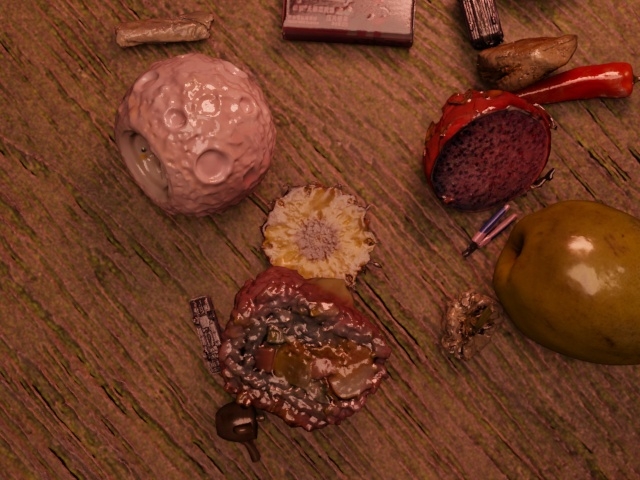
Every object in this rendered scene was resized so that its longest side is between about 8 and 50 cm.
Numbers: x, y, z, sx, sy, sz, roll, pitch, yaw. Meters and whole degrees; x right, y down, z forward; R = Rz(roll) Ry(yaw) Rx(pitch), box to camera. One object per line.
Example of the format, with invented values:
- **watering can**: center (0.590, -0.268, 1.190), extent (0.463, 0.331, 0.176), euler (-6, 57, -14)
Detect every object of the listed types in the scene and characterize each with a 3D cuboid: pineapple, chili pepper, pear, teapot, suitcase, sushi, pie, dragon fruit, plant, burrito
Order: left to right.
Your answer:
- **burrito**: center (-0.265, -0.356, 1.679), extent (0.171, 0.042, 0.051), euler (-4, 57, -4)
- **teapot**: center (-0.128, 0.321, 1.633), extent (0.080, 0.085, 0.110), euler (-8, 107, 2)
- **sushi**: center (-0.022, 0.162, 1.582), extent (0.270, 0.171, 0.236), euler (22, 100, -3)
- **pineapple**: center (0.000, 0.000, 1.663), extent (0.221, 0.047, 0.221), euler (0, 90, 3)
- **dragon fruit**: center (0.255, -0.168, 1.620), extent (0.223, 0.218, 0.148), euler (-20, 45, -8)
- **plant**: center (0.255, 0.138, 1.617), extent (0.104, 0.122, 0.117), euler (16, 80, -10)
- **suitcase**: center (0.265, -0.383, 1.656), extent (0.059, 0.086, 0.126), euler (-15, 87, 15)
- **pie**: center (0.337, -0.291, 1.600), extent (0.163, 0.193, 0.079), euler (-19, 100, 6)
- **chili pepper**: center (0.439, -0.259, 1.654), extent (0.272, 0.071, 0.063), euler (-8, 83, 3)
- **pear**: center (0.430, 0.071, 1.556), extent (0.307, 0.253, 0.253), euler (28, 88, -5)

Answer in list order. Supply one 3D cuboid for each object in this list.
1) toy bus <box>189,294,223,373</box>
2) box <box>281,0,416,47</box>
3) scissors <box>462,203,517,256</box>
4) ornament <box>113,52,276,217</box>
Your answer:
- **toy bus**: center (-0.183, 0.156, 1.651), extent (0.037, 0.052, 0.131), euler (-19, 85, 4)
- **box**: center (0.049, -0.392, 1.668), extent (0.224, 0.069, 0.120), euler (5, 87, 2)
- **scissors**: center (0.282, -0.013, 1.665), extent (0.113, 0.012, 0.039), euler (-44, 130, 4)
- **ornament**: center (-0.192, -0.172, 1.572), extent (0.225, 0.259, 0.259), euler (-34, 87, -27)
